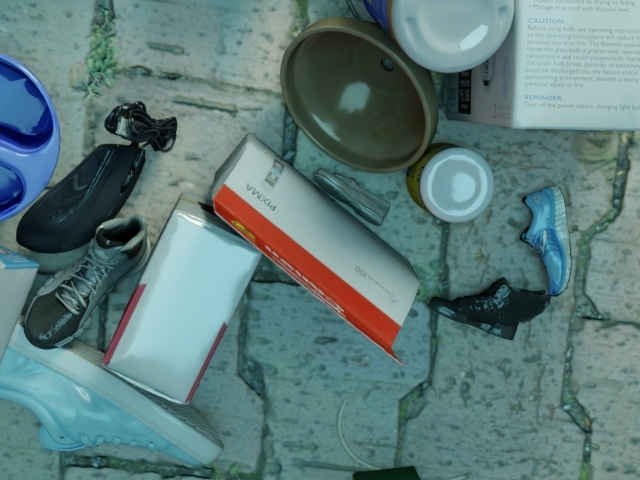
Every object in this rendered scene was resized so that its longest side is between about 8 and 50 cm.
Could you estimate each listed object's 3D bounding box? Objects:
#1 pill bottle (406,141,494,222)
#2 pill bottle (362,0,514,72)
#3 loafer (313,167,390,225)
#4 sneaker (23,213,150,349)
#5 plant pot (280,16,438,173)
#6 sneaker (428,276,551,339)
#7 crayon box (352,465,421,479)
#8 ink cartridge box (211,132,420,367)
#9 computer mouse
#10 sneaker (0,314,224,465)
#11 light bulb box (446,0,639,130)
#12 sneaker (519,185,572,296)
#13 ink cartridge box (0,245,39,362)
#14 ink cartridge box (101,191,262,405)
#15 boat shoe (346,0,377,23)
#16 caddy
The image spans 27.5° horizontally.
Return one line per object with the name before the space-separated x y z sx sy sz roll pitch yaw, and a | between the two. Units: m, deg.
pill bottle | 0.176 -0.084 1.833 0.103 0.184 0.103 -1 97 -6
pill bottle | 0.133 -0.320 1.657 0.152 0.272 0.152 -4 114 -10
loafer | 0.047 -0.071 1.898 0.125 0.045 0.039 37 75 -15
sneaker | -0.319 0.041 1.787 0.086 0.132 0.229 38 63 6
plant pot | 0.070 -0.219 1.820 0.237 0.237 0.110 47 50 -9
sneaker | 0.249 0.089 1.933 0.170 0.051 0.089 21 95 -13
crayon box | 0.124 0.541 1.843 0.106 0.313 0.363 -6 98 -5
ink cartridge box | 0.000 0.000 1.725 0.308 0.385 0.091 40 95 -9
computer mouse | -0.304 -0.067 1.801 0.272 0.188 0.072 -44 77 10
sneaker | -0.318 0.247 1.860 0.365 0.135 0.150 29 95 3
light bulb box | 0.318 -0.330 1.729 0.225 0.358 0.361 0 96 -9
sneaker | 0.331 0.003 1.932 0.073 0.063 0.162 -7 91 9
ink cartridge box | -0.560 0.066 1.733 0.270 0.198 0.197 24 95 14
ink cartridge box | -0.180 0.067 1.756 0.131 0.306 0.226 25 94 -7
boat shoe | 0.073 -0.385 1.825 0.113 0.103 0.302 -35 99 0
caddy | -0.515 -0.161 1.758 0.341 0.179 0.241 24 93 -8
